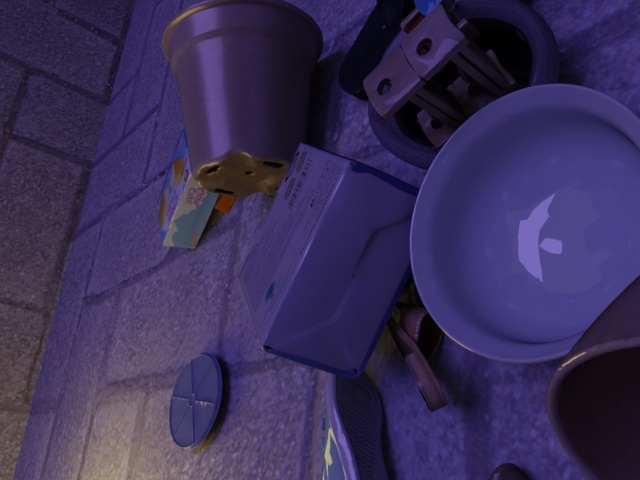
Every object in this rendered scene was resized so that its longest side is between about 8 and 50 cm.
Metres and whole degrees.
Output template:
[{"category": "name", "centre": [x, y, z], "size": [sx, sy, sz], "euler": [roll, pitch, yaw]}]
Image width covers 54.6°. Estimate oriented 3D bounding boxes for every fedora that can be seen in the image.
[{"category": "fedora", "centre": [0.212, -0.199, 0.855], "size": [0.275, 0.124, 0.243], "euler": [13, 86, 46]}]

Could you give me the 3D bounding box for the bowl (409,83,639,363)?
[{"category": "bowl", "centre": [0.251, -0.008, 0.681], "size": [0.298, 0.134, 0.297], "euler": [-21, 62, 45]}]

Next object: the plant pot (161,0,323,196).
[{"category": "plant pot", "centre": [-0.151, -0.264, 1.256], "size": [0.334, 0.334, 0.305], "euler": [-22, 66, 47]}]

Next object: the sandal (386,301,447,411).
[{"category": "sandal", "centre": [0.142, 0.130, 0.835], "size": [0.079, 0.088, 0.240], "euler": [-25, 27, 1]}]

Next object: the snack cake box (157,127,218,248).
[{"category": "snack cake box", "centre": [-0.320, -0.121, 1.514], "size": [0.264, 0.089, 0.152], "euler": [-58, 37, 40]}]

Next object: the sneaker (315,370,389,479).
[{"category": "sneaker", "centre": [0.017, 0.303, 0.883], "size": [0.151, 0.094, 0.255], "euler": [-43, 41, 37]}]

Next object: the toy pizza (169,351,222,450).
[{"category": "toy pizza", "centre": [-0.254, 0.334, 1.290], "size": [0.201, 0.032, 0.201], "euler": [-30, 49, 41]}]

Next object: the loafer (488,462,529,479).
[{"category": "loafer", "centre": [0.189, 0.317, 0.672], "size": [0.050, 0.056, 0.148], "euler": [21, 90, 62]}]

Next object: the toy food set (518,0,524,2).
[{"category": "toy food set", "centre": [0.301, -0.411, 0.910], "size": [0.128, 0.071, 0.217], "euler": [112, 171, -68]}]

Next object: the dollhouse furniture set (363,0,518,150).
[{"category": "dollhouse furniture set", "centre": [0.122, -0.232, 0.770], "size": [0.129, 0.129, 0.183], "euler": [-41, 53, 27]}]

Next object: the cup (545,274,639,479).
[{"category": "cup", "centre": [0.352, 0.082, 0.392], "size": [0.331, 0.331, 0.237], "euler": [0, 45, 54]}]

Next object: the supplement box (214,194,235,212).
[{"category": "supplement box", "centre": [-0.241, -0.119, 1.511], "size": [0.062, 0.036, 0.098], "euler": [-59, 35, 15]}]

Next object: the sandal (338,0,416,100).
[{"category": "sandal", "centre": [0.155, -0.460, 1.091], "size": [0.445, 0.107, 0.167], "euler": [-58, 36, 14]}]

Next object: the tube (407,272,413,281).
[{"category": "tube", "centre": [0.121, 0.034, 0.929], "size": [0.207, 0.052, 0.080], "euler": [-46, 35, 38]}]

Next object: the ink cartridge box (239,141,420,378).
[{"category": "ink cartridge box", "centre": [0.000, 0.000, 0.964], "size": [0.270, 0.151, 0.395], "euler": [-64, 18, 6]}]
